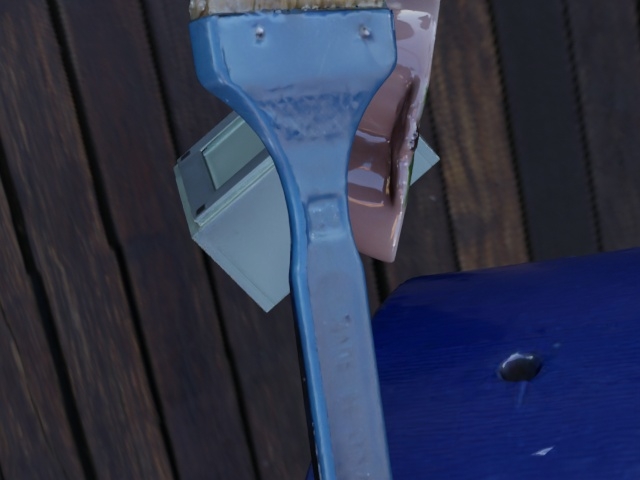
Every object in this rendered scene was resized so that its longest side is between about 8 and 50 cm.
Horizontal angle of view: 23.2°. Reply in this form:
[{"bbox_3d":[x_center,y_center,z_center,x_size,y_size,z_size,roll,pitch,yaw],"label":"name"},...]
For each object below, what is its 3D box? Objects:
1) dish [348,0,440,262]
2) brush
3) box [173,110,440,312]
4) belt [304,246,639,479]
[{"bbox_3d":[0.026,-0.097,1.100,0.090,0.213,0.213,10,102,1],"label":"dish"},{"bbox_3d":[0.000,0.000,0.336,0.051,0.014,0.164,-9,92,-38],"label":"brush"},{"bbox_3d":[-0.024,-0.079,1.557,0.225,0.225,0.117,-41,111,6],"label":"box"},{"bbox_3d":[0.076,0.144,0.422,0.117,0.347,0.212,-7,133,21],"label":"belt"}]
